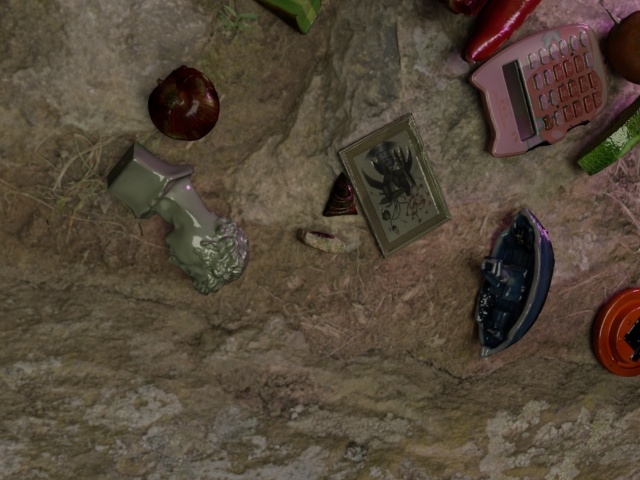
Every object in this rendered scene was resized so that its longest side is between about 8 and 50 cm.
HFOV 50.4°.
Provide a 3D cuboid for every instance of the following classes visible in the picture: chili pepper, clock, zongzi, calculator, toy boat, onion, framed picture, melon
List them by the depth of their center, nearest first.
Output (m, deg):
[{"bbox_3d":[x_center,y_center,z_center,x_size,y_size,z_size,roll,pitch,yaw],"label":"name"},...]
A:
[{"bbox_3d":[-0.219,-0.217,1.108,0.117,0.119,0.118,-39,110,15],"label":"onion"},{"bbox_3d":[0.040,-0.082,1.240,0.067,0.073,0.084,0,99,-4],"label":"zongzi"},{"bbox_3d":[0.371,-0.458,1.251,0.091,0.137,0.369,30,89,2],"label":"chili pepper"},{"bbox_3d":[0.148,-0.103,1.297,0.173,0.010,0.232,-31,108,-16],"label":"framed picture"},{"bbox_3d":[0.369,0.086,1.347,0.142,0.129,0.310,11,97,-33],"label":"toy boat"},{"bbox_3d":[0.444,-0.301,1.353,0.329,0.048,0.220,-24,105,-16],"label":"calculator"},{"bbox_3d":[0.614,-0.213,1.391,0.209,0.118,0.064,-41,95,5],"label":"melon"},{"bbox_3d":[0.701,0.207,1.521,0.205,0.051,0.206,-3,100,-19],"label":"clock"}]

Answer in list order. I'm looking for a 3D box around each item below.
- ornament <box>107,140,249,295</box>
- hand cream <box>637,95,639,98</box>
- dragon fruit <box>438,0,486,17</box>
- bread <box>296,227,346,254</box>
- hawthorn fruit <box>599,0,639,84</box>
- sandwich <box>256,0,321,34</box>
[{"bbox_3d":[-0.227,-0.042,1.133,0.130,0.120,0.285,-31,110,11],"label":"ornament"},{"bbox_3d":[0.761,-0.268,1.466,0.076,0.047,0.174,-46,101,-6],"label":"hand cream"},{"bbox_3d":[0.254,-0.541,1.204,0.205,0.152,0.317,35,84,9],"label":"dragon fruit"},{"bbox_3d":[0.000,0.000,1.243,0.083,0.070,0.035,15,94,-15],"label":"bread"},{"bbox_3d":[0.643,-0.399,1.367,0.149,0.149,0.189,-40,68,-8],"label":"hawthorn fruit"},{"bbox_3d":[-0.066,-0.423,1.180,0.116,0.074,0.074,30,90,12],"label":"sandwich"}]
